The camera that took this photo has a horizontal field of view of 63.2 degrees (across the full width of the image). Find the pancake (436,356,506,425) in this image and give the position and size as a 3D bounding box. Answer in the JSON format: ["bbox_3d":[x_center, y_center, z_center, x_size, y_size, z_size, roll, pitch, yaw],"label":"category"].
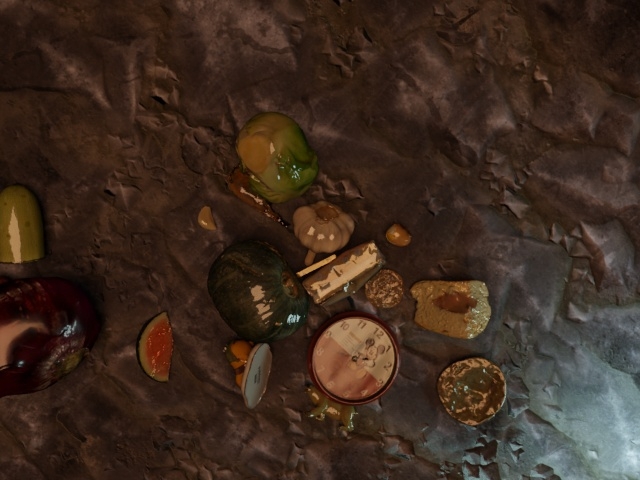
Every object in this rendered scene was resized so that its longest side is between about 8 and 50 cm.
[{"bbox_3d":[0.514,0.509,1.782,0.241,0.050,0.242,0,91,5],"label":"pancake"}]

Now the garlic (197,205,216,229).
[{"bbox_3d":[-0.374,-0.070,1.698,0.053,0.041,0.083,-12,89,-5],"label":"garlic"}]

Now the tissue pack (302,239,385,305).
[{"bbox_3d":[0.085,0.107,1.641,0.256,0.215,0.123,-31,84,2],"label":"tissue pack"}]

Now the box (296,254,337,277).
[{"bbox_3d":[-0.013,0.086,1.707,0.149,0.073,0.020,-26,87,2],"label":"box"}]

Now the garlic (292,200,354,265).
[{"bbox_3d":[0.000,0.000,1.672,0.199,0.199,0.226,13,126,-3],"label":"garlic"}]

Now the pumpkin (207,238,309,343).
[{"bbox_3d":[-0.190,0.153,1.607,0.257,0.291,0.328,-24,86,22],"label":"pumpkin"}]

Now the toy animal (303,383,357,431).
[{"bbox_3d":[0.029,0.567,1.760,0.218,0.103,0.101,22,76,-2],"label":"toy animal"}]

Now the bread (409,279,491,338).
[{"bbox_3d":[0.450,0.218,1.734,0.211,0.224,0.184,-3,90,-43],"label":"bread"}]

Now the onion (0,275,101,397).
[{"bbox_3d":[-0.919,0.238,1.578,0.398,0.398,0.420,-44,72,3],"label":"onion"}]

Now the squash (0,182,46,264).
[{"bbox_3d":[-0.950,-0.056,1.636,0.132,0.132,0.247,-3,97,-1],"label":"squash"}]

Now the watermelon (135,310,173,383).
[{"bbox_3d":[-0.553,0.359,1.733,0.119,0.063,0.245,-1,91,-20],"label":"watermelon"}]

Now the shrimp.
[{"bbox_3d":[-0.184,-0.149,1.682,0.262,0.066,0.117,37,93,-8],"label":"shrimp"}]

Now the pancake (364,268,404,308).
[{"bbox_3d":[0.215,0.161,1.746,0.139,0.022,0.140,0,95,-1],"label":"pancake"}]

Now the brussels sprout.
[{"bbox_3d":[-0.136,-0.253,1.579,0.227,0.294,0.260,-34,79,19],"label":"brussels sprout"}]

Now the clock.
[{"bbox_3d":[0.112,0.394,1.738,0.318,0.080,0.319,0,89,-4],"label":"clock"}]

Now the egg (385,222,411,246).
[{"bbox_3d":[0.258,-0.016,1.705,0.083,0.071,0.071,41,94,-8],"label":"egg"}]

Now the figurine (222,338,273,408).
[{"bbox_3d":[-0.259,0.425,1.718,0.140,0.166,0.250,17,109,20],"label":"figurine"}]
